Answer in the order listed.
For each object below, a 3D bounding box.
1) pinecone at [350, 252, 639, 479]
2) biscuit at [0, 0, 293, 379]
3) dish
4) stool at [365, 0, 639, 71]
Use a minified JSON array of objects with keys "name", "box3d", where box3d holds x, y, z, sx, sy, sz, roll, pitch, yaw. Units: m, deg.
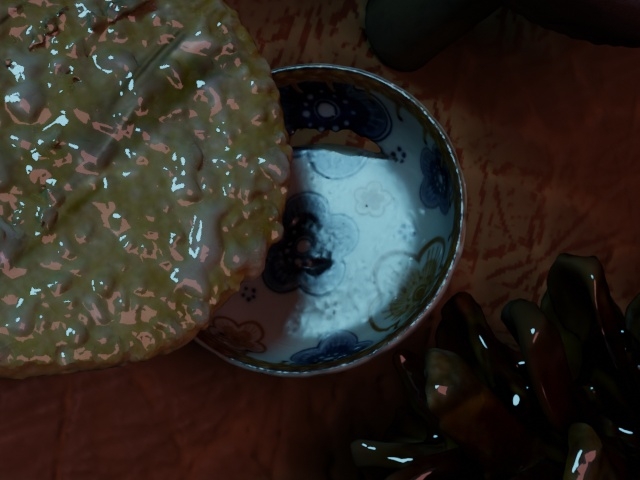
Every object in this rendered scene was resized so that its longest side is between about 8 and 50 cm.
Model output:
[{"name":"pinecone","box3d":[0.163,0.109,0.693,0.309,0.244,0.244,7,82,-26]},{"name":"biscuit","box3d":[-0.113,-0.047,0.646,0.220,0.033,0.219,7,67,-18]},{"name":"dish","box3d":[0.000,0.000,0.710,0.141,0.078,0.141,-4,72,11]},{"name":"stool","box3d":[0.111,-0.211,0.725,0.272,0.178,0.272,3,83,-28]}]
